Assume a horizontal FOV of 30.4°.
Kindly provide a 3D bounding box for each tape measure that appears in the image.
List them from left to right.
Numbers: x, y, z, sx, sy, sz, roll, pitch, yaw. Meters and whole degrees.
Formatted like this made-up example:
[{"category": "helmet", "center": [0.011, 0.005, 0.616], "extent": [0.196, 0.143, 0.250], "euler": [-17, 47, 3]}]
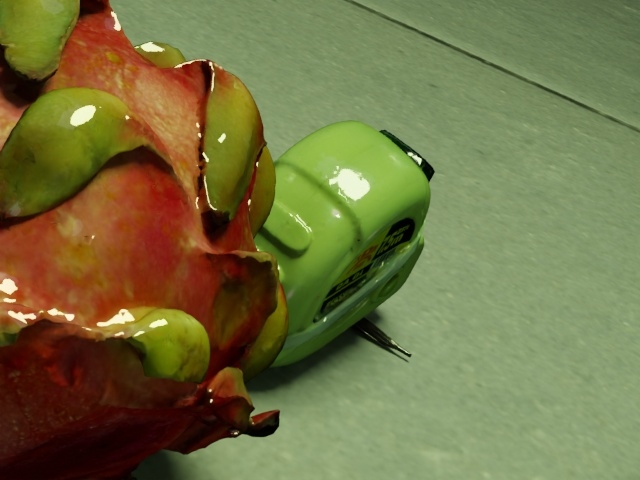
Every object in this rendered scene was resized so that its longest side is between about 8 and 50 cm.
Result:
[{"category": "tape measure", "center": [0.000, 0.000, 0.705], "extent": [0.087, 0.154, 0.177], "euler": [40, 45, 15]}]

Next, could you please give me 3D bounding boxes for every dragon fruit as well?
[{"category": "dragon fruit", "center": [-0.130, -0.001, 0.563], "extent": [0.227, 0.243, 0.307], "euler": [-3, -5, 3]}]

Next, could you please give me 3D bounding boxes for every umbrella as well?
[{"category": "umbrella", "center": [0.009, 0.045, 0.787], "extent": [0.122, 0.013, 0.022], "euler": [32, 7, 20]}]
